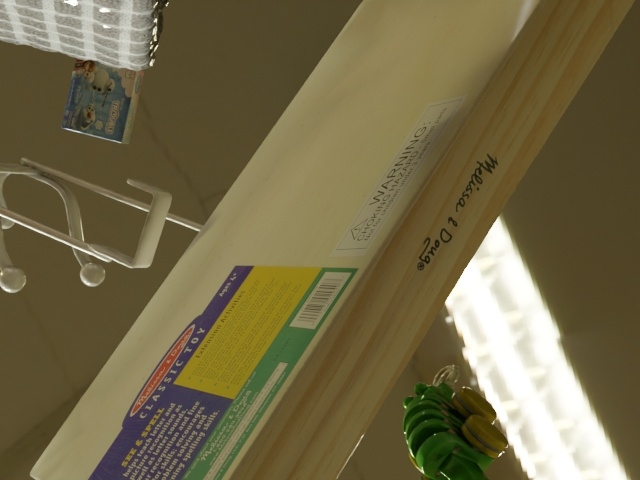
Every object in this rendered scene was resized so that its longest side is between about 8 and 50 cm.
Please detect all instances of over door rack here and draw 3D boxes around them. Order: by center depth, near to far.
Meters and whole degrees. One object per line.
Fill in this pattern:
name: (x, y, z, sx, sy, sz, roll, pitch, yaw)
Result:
over door rack: (-0.203, -0.006, 1.082, 0.239, 0.324, 0.108, -1, -82, -64)

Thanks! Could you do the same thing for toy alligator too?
toy alligator: (0.073, 0.113, 0.864, 0.051, 0.056, 0.190, 34, -166, -14)

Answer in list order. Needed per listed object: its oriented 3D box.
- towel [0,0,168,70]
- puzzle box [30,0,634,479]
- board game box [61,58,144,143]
towel: (-0.173, -0.169, 0.606, 0.235, 0.284, 0.121, 12, -100, -5)
puzzle box: (0.000, 0.000, 0.808, 0.052, 0.272, 0.409, 40, -107, -21)
board game box: (-0.264, -0.170, 1.668, 0.020, 0.090, 0.090, 1, -78, -68)
